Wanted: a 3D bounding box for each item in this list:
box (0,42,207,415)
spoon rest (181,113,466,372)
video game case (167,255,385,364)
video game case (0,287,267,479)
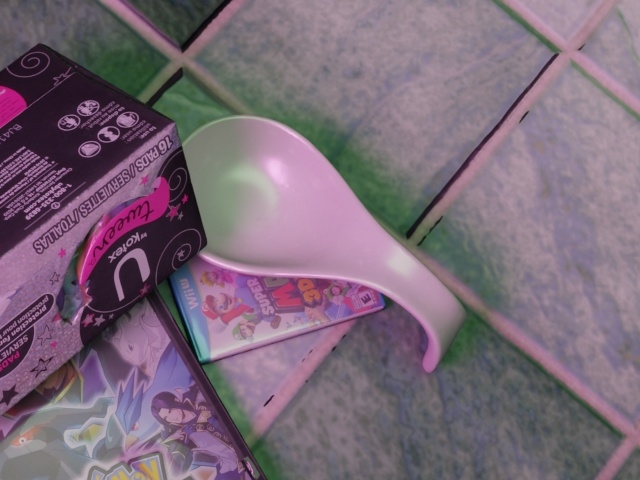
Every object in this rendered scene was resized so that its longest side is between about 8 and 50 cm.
[{"bbox_3d":[-0.232,-0.001,1.327,0.163,0.142,0.247,31,60,32],"label":"box"},{"bbox_3d":[0.000,0.000,1.433,0.276,0.084,0.137,34,67,-1],"label":"spoon rest"},{"bbox_3d":[-0.042,0.025,1.468,0.166,0.015,0.119,-16,77,-18],"label":"video game case"},{"bbox_3d":[-0.205,0.171,1.369,0.275,0.035,0.248,-27,80,-20],"label":"video game case"}]
